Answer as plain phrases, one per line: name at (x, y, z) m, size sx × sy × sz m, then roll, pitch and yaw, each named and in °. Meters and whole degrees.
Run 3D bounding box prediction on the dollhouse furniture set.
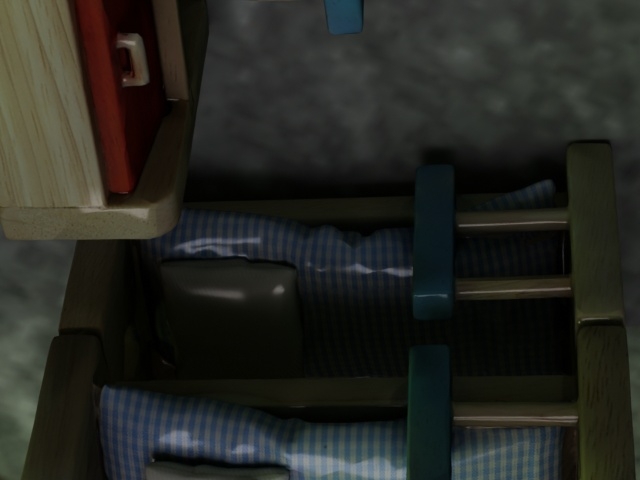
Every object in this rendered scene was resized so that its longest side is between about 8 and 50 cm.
dollhouse furniture set at (0.000, 0.000, 0.419) m, size 0.129 × 0.129 × 0.184 m, roll -2°, pitch 132°, yaw 5°
